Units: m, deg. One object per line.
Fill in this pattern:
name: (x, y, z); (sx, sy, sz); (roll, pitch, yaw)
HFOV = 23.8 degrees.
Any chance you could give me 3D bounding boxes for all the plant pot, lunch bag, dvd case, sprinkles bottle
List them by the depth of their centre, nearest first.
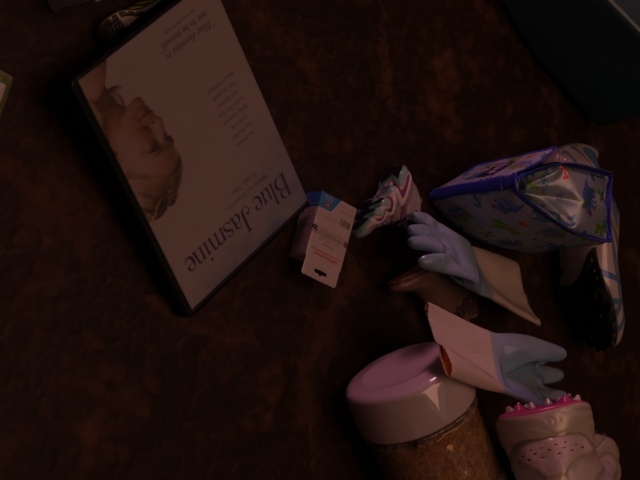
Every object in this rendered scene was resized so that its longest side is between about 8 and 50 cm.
dvd case: (-0.113, -0.082, 1.341); (0.180, 0.022, 0.253); (-45, 126, -33)
sprinkles bottle: (0.141, 0.280, 1.504); (0.121, 0.121, 0.355); (-34, 110, -36)
lunch bag: (0.208, -0.042, 1.571); (0.151, 0.129, 0.096); (9, 78, -38)
plant pot: (0.314, -0.270, 1.656); (0.234, 0.166, 0.165); (38, 64, -25)

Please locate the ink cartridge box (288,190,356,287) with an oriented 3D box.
ink cartridge box: (0.000, 0.000, 1.456); (0.048, 0.028, 0.083); (27, 71, -36)

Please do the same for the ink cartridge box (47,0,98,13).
ink cartridge box: (-0.171, -0.286, 1.295); (0.175, 0.072, 0.127); (-33, 109, -37)

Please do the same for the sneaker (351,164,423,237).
sneaker: (0.074, -0.021, 1.515); (0.098, 0.038, 0.069); (-51, 118, -29)

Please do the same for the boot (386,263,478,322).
boot: (0.121, 0.061, 1.550); (0.118, 0.042, 0.087); (-26, 107, -38)

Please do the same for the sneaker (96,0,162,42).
sneaker: (-0.160, -0.193, 1.329); (0.083, 0.035, 0.031); (-24, 110, -23)

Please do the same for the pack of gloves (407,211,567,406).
pack of gloves: (0.179, 0.066, 1.513); (0.232, 0.046, 0.195); (24, 43, -48)

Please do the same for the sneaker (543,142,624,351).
sneaker: (0.303, 0.007, 1.679); (0.086, 0.085, 0.237); (-20, 102, -35)

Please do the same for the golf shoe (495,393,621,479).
golf shoe: (0.250, 0.255, 1.541); (0.306, 0.115, 0.140); (44, 32, -62)

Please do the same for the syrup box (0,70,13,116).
syrup box: (-0.357, -0.124, 1.113); (0.237, 0.096, 0.093); (28, 69, -36)
